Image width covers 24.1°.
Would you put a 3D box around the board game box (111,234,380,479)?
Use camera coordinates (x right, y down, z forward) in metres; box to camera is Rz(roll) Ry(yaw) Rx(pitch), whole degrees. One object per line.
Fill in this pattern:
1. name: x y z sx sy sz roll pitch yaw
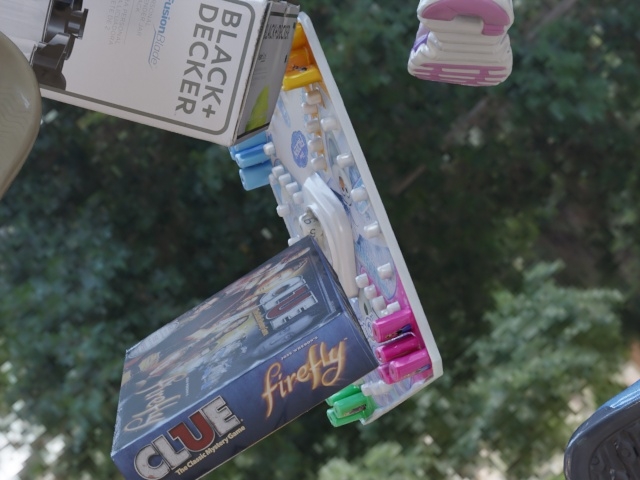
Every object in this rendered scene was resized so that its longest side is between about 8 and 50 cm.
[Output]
1. board game box: -0.054 0.077 0.993 0.165 0.042 0.243 -32 12 1

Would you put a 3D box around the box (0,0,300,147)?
1. box: -0.167 -0.140 0.913 0.169 0.290 0.087 -63 -13 -81

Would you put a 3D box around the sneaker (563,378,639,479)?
1. sneaker: 0.193 0.049 0.581 0.209 0.069 0.082 -29 12 18

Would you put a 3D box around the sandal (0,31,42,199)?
1. sandal: -0.119 -0.002 0.407 0.049 0.072 0.180 -24 32 42

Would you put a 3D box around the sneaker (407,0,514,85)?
1. sneaker: 0.131 -0.212 1.349 0.095 0.104 0.236 4 -14 1

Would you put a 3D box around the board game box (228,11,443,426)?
1. board game box: 0.000 0.000 1.636 0.050 0.390 0.390 -18 -10 -14
